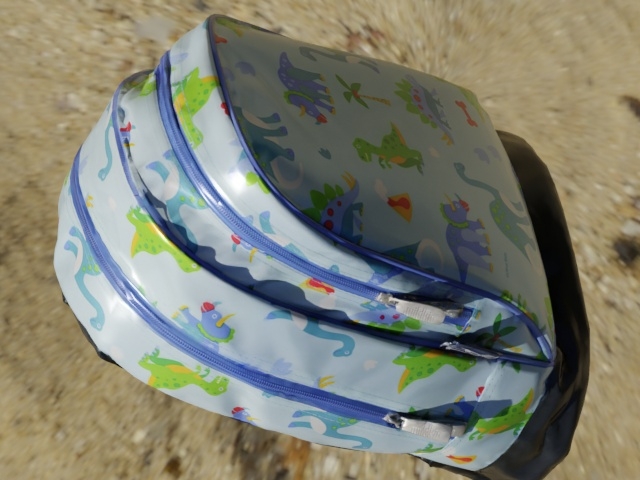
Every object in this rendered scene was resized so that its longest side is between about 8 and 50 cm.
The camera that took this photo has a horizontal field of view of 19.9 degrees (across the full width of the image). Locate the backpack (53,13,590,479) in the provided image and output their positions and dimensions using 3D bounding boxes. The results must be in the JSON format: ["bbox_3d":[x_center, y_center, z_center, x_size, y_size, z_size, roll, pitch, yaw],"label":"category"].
[{"bbox_3d":[0.000,0.000,1.210,0.356,0.273,0.290,6,50,-19],"label":"backpack"}]
